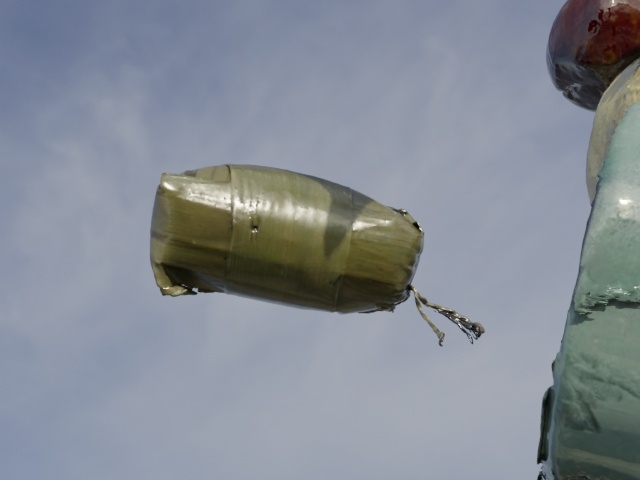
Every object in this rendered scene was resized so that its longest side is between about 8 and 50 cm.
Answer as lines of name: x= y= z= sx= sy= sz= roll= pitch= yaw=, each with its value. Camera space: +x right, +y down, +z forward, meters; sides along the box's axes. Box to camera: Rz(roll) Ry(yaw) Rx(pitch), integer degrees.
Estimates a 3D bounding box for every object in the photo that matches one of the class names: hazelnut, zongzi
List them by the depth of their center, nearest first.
zongzi: x=0.000 y=0.000 z=1.639 sx=0.447 sy=0.181 sz=0.418 roll=12 pitch=7 yaw=-3
hazelnut: x=0.478 y=-0.321 z=1.918 sx=0.218 sy=0.218 sz=0.234 roll=-16 pitch=-21 yaw=-4

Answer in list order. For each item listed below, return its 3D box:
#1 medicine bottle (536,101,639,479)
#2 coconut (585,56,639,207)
medicine bottle: x=0.291 y=0.064 z=0.651 sx=0.289 sy=0.245 sz=0.245 roll=13 pitch=-24 yaw=20
coconut: x=0.462 y=-0.097 z=1.336 sx=0.297 sy=0.297 sz=0.254 roll=-8 pitch=5 yaw=-16
